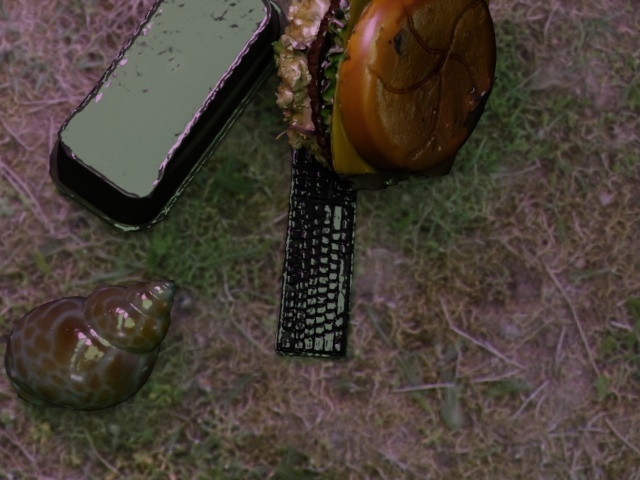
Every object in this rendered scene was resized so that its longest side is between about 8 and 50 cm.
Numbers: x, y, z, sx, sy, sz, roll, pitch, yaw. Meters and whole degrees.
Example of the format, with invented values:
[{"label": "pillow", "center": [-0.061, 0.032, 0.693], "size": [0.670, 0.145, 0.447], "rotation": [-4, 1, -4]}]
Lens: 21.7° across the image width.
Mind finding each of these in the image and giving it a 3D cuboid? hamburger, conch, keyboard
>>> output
[{"label": "hamburger", "center": [0.063, -0.168, 1.585], "size": [0.262, 0.139, 0.243], "rotation": [4, 102, -47]}, {"label": "conch", "center": [-0.218, 0.102, 1.572], "size": [0.173, 0.106, 0.116], "rotation": [2, 65, 7]}, {"label": "keyboard", "center": [0.000, 0.000, 1.646], "size": [0.072, 0.023, 0.231], "rotation": [6, 84, -9]}]

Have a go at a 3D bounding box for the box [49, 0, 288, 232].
[{"label": "box", "center": [-0.137, -0.145, 1.565], "size": [0.138, 0.178, 0.274], "rotation": [34, 82, -3]}]
